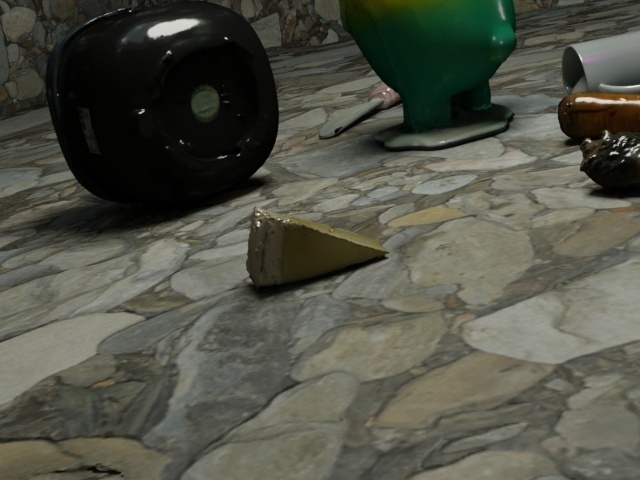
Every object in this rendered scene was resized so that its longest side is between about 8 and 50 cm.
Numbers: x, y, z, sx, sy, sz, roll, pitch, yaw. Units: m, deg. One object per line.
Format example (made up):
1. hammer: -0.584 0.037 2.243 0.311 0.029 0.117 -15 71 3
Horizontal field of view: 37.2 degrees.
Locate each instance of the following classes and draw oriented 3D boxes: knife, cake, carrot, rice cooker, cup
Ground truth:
1. knife: 0.070 -0.222 1.553 0.081 0.043 0.336 -7 17 35
2. cake: 0.000 0.000 0.795 0.121 0.065 0.052 -9 17 -19
3. carrot: 0.343 -0.137 1.045 0.161 0.055 0.055 5 21 25
4. rice cooker: -0.190 -0.166 1.163 0.267 0.267 0.224 -22 22 -32
5. cup: 0.369 -0.185 1.130 0.133 0.099 0.136 -12 47 -1

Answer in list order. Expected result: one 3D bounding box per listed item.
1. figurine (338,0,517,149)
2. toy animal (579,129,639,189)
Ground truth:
1. figurine: 0.142 -0.303 1.225 0.231 0.340 0.323 5 24 44
2. toy animal: 0.324 -0.072 0.804 0.086 0.069 0.220 -45 25 -25
